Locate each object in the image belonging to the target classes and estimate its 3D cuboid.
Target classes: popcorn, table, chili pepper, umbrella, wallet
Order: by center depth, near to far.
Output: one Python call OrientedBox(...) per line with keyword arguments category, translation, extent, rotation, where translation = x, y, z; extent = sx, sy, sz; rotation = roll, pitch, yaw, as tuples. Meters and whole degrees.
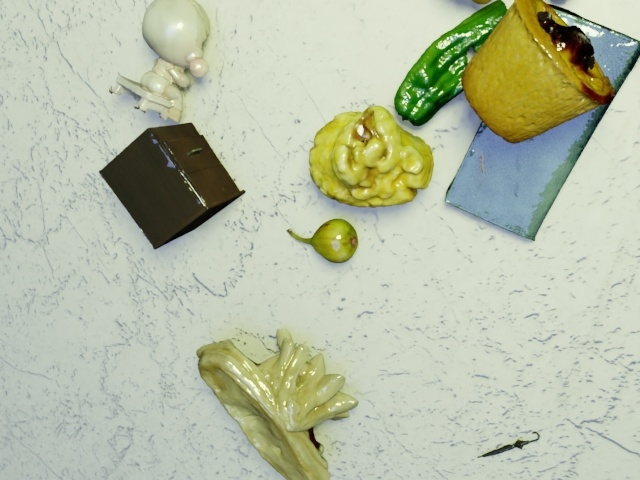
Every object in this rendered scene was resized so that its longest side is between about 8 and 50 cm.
OrientedBox(category="chili pepper", translation=(0.230, -0.310, 0.934), extent=(0.253, 0.083, 0.099), rotation=(-42, 93, 19))
OrientedBox(category="wallet", translation=(0.380, -0.200, 0.939), extent=(0.190, 0.046, 0.379), rotation=(25, 113, 9))
OrientedBox(category="popcorn", translation=(0.084, -0.141, 0.965), extent=(0.226, 0.203, 0.200), rotation=(39, 110, 8))
OrientedBox(category="table", translation=(-0.301, -0.123, 1.106), extent=(0.172, 0.169, 0.193), rotation=(-33, 94, 23))
OrientedBox(category="umbrella", translation=(0.407, 0.451, 1.150), extent=(0.149, 0.022, 0.022), rotation=(-36, 52, 24))

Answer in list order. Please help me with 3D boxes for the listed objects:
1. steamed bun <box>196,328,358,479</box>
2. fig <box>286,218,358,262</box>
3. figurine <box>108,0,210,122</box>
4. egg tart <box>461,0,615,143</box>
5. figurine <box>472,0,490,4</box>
OrientedBox(category="steamed bun", translation=(-0.075, 0.357, 1.202), extent=(0.428, 0.189, 0.247), rotation=(51, 143, -2))
OrientedBox(category="fig", translation=(0.012, -0.007, 1.114), extent=(0.166, 0.093, 0.093), rotation=(18, 118, 54))
OrientedBox(category="figurine", translation=(-0.308, -0.378, 1.053), extent=(0.144, 0.182, 0.257), rotation=(14, 109, -33))
OrientedBox(category="egg tart", translation=(0.328, -0.260, 0.817), extent=(0.215, 0.215, 0.171), rotation=(50, 132, -2))
OrientedBox(category="figurine", translation=(0.291, -0.457, 0.815), extent=(0.256, 0.167, 0.192), rotation=(14, 141, 11))
